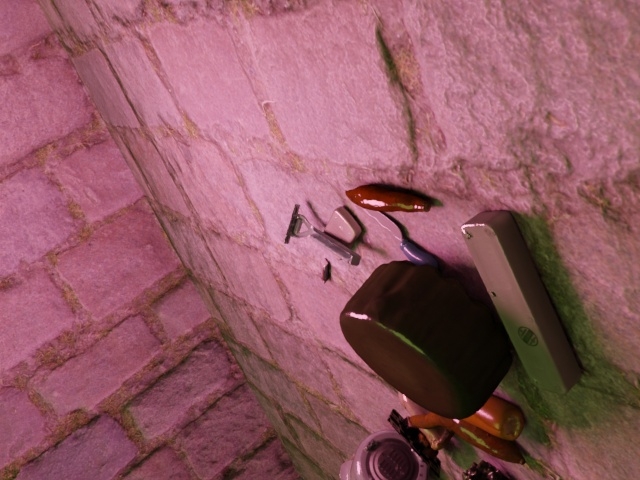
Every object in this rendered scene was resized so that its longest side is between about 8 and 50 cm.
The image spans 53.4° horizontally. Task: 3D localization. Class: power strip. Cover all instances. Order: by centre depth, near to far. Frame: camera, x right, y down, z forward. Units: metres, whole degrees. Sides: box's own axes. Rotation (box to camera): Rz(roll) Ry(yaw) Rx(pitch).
[{"bbox_3d":[0.372,0.124,1.161,0.091,0.062,0.385,-1,120,62],"label":"power strip"}]

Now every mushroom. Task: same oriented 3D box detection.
[{"bbox_3d":[0.291,0.486,1.792,0.209,0.084,0.071,51,169,23],"label":"mushroom"}]

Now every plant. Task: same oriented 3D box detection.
[{"bbox_3d":[0.443,0.670,1.678,0.132,0.129,0.194,31,150,40],"label":"plant"}]

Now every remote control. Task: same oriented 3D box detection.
[{"bbox_3d":[0.052,-0.018,1.625,0.087,0.029,0.190,50,157,12],"label":"remote control"}]

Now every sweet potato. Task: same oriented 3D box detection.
[{"bbox_3d":[0.131,-0.086,1.350,0.265,0.057,0.057,19,138,56],"label":"sweet potato"},{"bbox_3d":[0.354,0.471,1.617,0.346,0.079,0.108,7,108,49],"label":"sweet potato"}]

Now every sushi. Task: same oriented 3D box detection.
[{"bbox_3d":[0.285,0.563,1.826,0.210,0.040,0.193,47,-174,11],"label":"sushi"}]

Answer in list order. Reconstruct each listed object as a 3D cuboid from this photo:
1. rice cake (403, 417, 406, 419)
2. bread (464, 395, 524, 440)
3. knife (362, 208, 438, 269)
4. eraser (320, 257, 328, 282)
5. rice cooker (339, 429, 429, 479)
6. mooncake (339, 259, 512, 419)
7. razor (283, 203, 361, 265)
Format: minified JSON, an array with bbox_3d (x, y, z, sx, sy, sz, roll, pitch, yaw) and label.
[{"bbox_3d":[0.295,0.556,1.923,0.047,0.036,0.206,44,156,1],"label":"rice cake"},{"bbox_3d":[0.367,0.395,1.510,0.239,0.074,0.092,17,113,54],"label":"bread"},{"bbox_3d":[0.172,-0.012,1.417,0.244,0.032,0.058,47,161,27],"label":"knife"},{"bbox_3d":[0.012,0.088,1.856,0.027,0.019,0.099,57,161,33],"label":"eraser"},{"bbox_3d":[0.216,0.776,2.091,0.317,0.264,0.316,5,143,4],"label":"rice cooker"},{"bbox_3d":[0.225,0.209,1.366,0.356,0.194,0.356,35,159,16],"label":"mooncake"},{"bbox_3d":[0.009,0.001,1.635,0.278,0.056,0.111,30,107,44],"label":"razor"}]
